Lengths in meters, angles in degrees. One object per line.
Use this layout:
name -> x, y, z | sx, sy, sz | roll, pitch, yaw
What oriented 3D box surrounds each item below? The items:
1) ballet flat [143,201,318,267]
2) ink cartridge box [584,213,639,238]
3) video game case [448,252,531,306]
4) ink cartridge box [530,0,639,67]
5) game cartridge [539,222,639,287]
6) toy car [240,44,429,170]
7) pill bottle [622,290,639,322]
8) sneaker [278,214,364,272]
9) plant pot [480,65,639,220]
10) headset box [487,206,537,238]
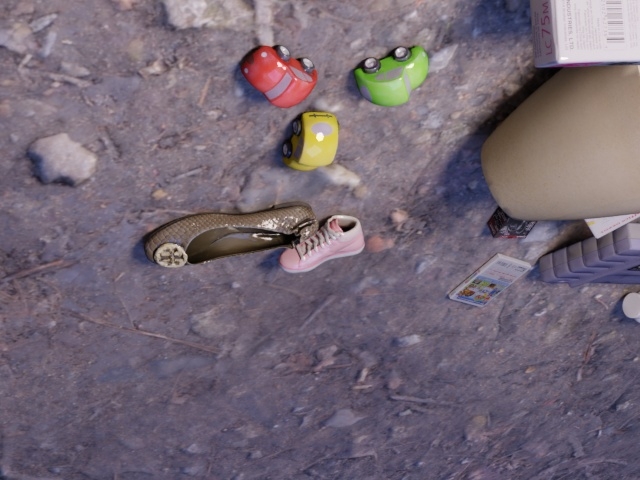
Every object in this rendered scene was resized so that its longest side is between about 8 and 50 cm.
ballet flat -> -0.122, -0.001, 1.633 | 0.250, 0.058, 0.084 | -10, 144, -13
ink cartridge box -> 0.428, -0.078, 1.763 | 0.092, 0.090, 0.143 | -28, 146, 13
video game case -> 0.287, 0.068, 1.966 | 0.087, 0.011, 0.122 | 16, 132, -41
ink cartridge box -> 0.392, -0.301, 1.366 | 0.311, 0.185, 0.065 | -5, -178, -18
game cartridge -> 0.577, 0.031, 1.944 | 0.355, 0.068, 0.230 | 3, 168, -28
toy car -> 0.036, -0.181, 1.465 | 0.225, 0.053, 0.239 | -21, 146, 2
pill bottle -> 0.619, 0.126, 2.157 | 0.116, 0.065, 0.065 | 10, 136, -34
sneaker -> 0.000, 0.000, 1.702 | 0.134, 0.051, 0.070 | -16, 144, -10
plant pot -> 0.363, -0.133, 1.558 | 0.274, 0.256, 0.256 | -23, 149, 35
headset box -> 0.305, -0.035, 1.814 | 0.062, 0.032, 0.083 | 0, 142, -25
